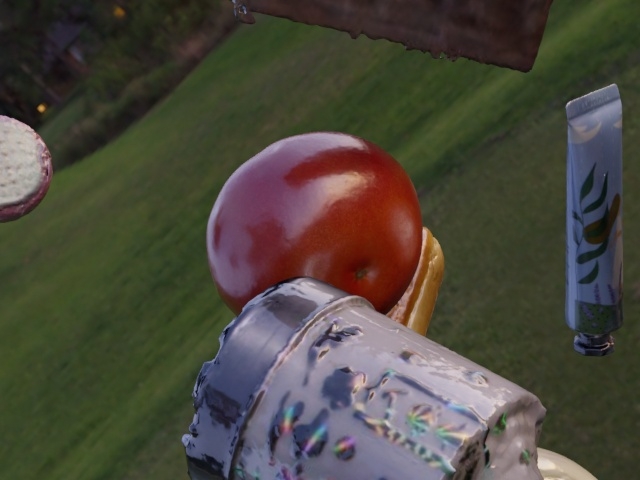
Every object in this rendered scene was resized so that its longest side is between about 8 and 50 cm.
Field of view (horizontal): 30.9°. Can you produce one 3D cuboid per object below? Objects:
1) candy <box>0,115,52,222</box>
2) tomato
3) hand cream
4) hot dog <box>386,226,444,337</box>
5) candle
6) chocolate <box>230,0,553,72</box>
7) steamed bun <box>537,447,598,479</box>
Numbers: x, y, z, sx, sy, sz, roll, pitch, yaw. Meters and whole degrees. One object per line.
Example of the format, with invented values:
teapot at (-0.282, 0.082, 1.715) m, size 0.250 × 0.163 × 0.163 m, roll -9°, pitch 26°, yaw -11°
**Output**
candy at (-0.306, -0.067, 1.091) m, size 0.103 × 0.103 × 0.043 m, roll -52°, pitch 9°, yaw -26°
tomato at (0.000, 0.000, 0.990) m, size 0.195 × 0.195 × 0.136 m, roll -47°, pitch 39°, yaw -2°
hand cream at (0.271, -0.014, 1.147) m, size 0.091 × 0.272 × 0.058 m, roll -22°, pitch 27°, yaw -38°
hot dog at (0.032, 0.136, 1.143) m, size 0.135 × 0.100 × 0.337 m, roll 6°, pitch 64°, yaw 26°
candle at (0.065, 0.165, 0.799) m, size 0.187 × 0.330 × 0.187 m, roll -38°, pitch -37°, yaw -37°
chocolate at (0.041, -0.212, 0.899) m, size 0.112 × 0.321 × 0.112 m, roll 31°, pitch 111°, yaw 47°
steamed bun at (0.214, 0.307, 1.310) m, size 0.200 × 0.250 × 0.155 m, roll 137°, pitch 136°, yaw -75°
